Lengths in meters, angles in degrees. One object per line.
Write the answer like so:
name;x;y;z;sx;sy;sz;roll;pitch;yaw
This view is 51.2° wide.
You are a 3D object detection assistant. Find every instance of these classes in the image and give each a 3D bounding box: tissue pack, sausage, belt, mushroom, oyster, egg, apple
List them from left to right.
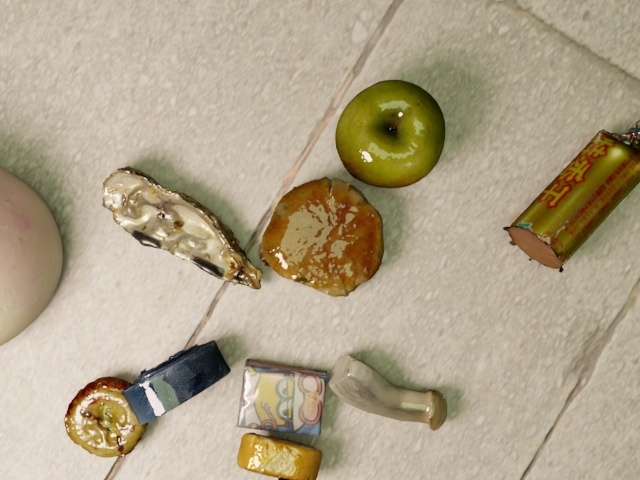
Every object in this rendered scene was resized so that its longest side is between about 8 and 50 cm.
egg;-0.638;0.031;1.077;0.354;0.340;0.354;0;91;-1
belt;-0.248;0.240;1.166;0.190;0.141;0.082;-28;91;-40
oyster;-0.247;-0.016;1.220;0.345;0.078;0.128;33;110;-2
tissue pack;-0.070;0.286;1.217;0.155;0.065;0.115;7;90;0
mushroom;0.125;0.282;1.215;0.223;0.081;0.092;25;109;-3
apple;0.123;-0.183;1.180;0.196;0.157;0.196;0;89;-2
sausage;0.485;-0.092;1.201;0.317;0.125;0.117;-47;132;-1

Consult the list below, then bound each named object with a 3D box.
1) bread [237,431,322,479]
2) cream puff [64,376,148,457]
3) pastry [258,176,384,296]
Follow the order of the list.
bread;-0.074;0.391;1.189;0.149;0.122;0.073;15;77;-7
cream puff;-0.379;0.316;1.203;0.149;0.084;0.149;0;93;-2
pastry;0.000;0.000;1.205;0.229;0.100;0.218;-14;94;-6
